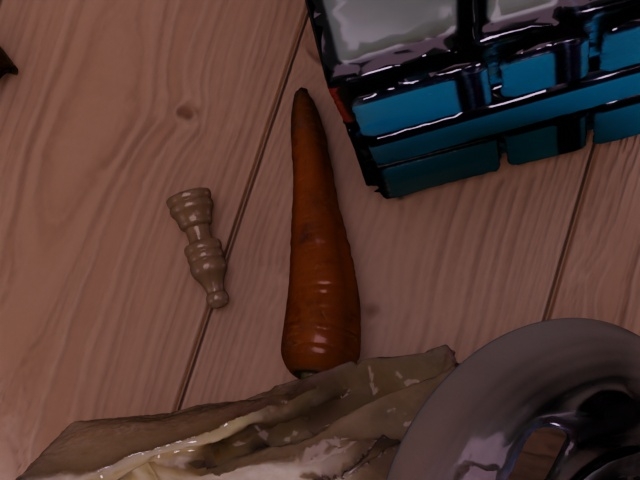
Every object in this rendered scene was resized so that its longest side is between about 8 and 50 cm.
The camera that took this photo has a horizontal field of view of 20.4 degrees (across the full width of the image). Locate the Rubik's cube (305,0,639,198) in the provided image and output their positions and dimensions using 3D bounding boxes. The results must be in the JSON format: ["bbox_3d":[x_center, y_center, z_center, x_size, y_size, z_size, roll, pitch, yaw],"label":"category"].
[{"bbox_3d":[0.122,-0.220,1.263,0.288,0.283,0.293,-13,78,4],"label":"Rubik's cube"}]

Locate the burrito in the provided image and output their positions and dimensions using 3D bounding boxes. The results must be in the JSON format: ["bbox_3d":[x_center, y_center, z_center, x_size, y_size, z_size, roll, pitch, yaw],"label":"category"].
[{"bbox_3d":[-0.039,0.180,1.258,0.332,0.190,0.135,-8,39,3],"label":"burrito"}]

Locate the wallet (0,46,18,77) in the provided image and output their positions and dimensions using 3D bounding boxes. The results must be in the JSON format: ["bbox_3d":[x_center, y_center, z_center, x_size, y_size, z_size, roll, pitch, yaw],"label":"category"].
[{"bbox_3d":[-0.366,-0.191,1.450,0.133,0.039,0.243,-37,74,-3],"label":"wallet"}]

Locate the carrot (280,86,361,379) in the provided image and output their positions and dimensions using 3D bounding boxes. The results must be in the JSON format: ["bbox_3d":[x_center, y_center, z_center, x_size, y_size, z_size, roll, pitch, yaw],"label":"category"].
[{"bbox_3d":[0.000,0.000,1.348,0.061,0.061,0.256,-3,68,7],"label":"carrot"}]

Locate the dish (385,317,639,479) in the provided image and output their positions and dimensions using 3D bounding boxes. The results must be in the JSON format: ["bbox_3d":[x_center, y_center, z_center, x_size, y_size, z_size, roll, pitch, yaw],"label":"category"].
[{"bbox_3d":[0.183,0.195,1.150,0.273,0.134,0.273,-5,101,-28],"label":"dish"}]

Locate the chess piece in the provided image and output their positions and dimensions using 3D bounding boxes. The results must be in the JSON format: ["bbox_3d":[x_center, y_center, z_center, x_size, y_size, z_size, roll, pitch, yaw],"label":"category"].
[{"bbox_3d":[-0.090,0.008,1.365,0.035,0.035,0.092,-17,78,3],"label":"chess piece"}]
